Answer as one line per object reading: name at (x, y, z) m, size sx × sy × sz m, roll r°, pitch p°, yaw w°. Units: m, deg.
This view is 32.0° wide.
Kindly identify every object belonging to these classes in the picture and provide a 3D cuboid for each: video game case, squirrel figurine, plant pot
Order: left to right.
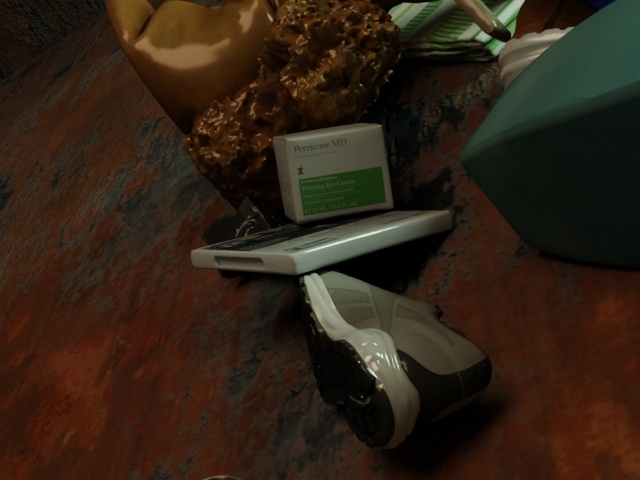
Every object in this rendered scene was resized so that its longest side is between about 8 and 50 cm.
squirrel figurine at (-0.012, -0.236, 1.336) m, size 0.370 × 0.281 × 0.397 m, roll -34°, pitch 41°, yaw 7°
video game case at (0.000, 0.000, 1.066) m, size 0.190 × 0.022 × 0.173 m, roll -16°, pitch 10°, yaw -35°
plant pot at (0.236, -0.081, 0.851) m, size 0.234 × 0.166 × 0.165 m, roll -15°, pitch 33°, yaw 54°

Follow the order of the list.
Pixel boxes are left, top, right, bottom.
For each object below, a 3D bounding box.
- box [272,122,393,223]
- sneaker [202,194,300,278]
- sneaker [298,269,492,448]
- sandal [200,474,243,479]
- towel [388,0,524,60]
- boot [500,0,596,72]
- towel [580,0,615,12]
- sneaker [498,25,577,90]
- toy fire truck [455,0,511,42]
box at (0.012, -0.070, 1.137) m, size 0.101 × 0.087 × 0.102 m, roll -10°, pitch 7°, yaw -9°
sneaker at (-0.075, 0.014, 1.215) m, size 0.089 × 0.051 × 0.170 m, roll -54°, pitch 38°, yaw 16°
sneaker at (0.050, 0.085, 0.903) m, size 0.108 × 0.100 × 0.271 m, roll -15°, pitch 18°, yaw -13°
sandal at (-0.155, 0.259, 0.898) m, size 0.240 × 0.079 × 0.088 m, roll -22°, pitch 70°, yaw 0°
towel at (0.191, -0.311, 1.437) m, size 0.248 × 0.038 × 0.325 m, roll -45°, pitch 25°, yaw -16°
boot at (0.286, -0.218, 1.128) m, size 0.197 × 0.073 × 0.152 m, roll 5°, pitch 59°, yaw 45°
towel at (0.248, -0.350, 1.082) m, size 0.228 × 0.076 × 0.308 m, roll -37°, pitch 61°, yaw -26°
sneaker at (0.288, -0.133, 0.973) m, size 0.281 × 0.105 × 0.115 m, roll -8°, pitch 72°, yaw 41°
toy fire truck at (0.187, -0.334, 1.260) m, size 0.158 × 0.217 × 0.246 m, roll 2°, pitch 87°, yaw 55°
